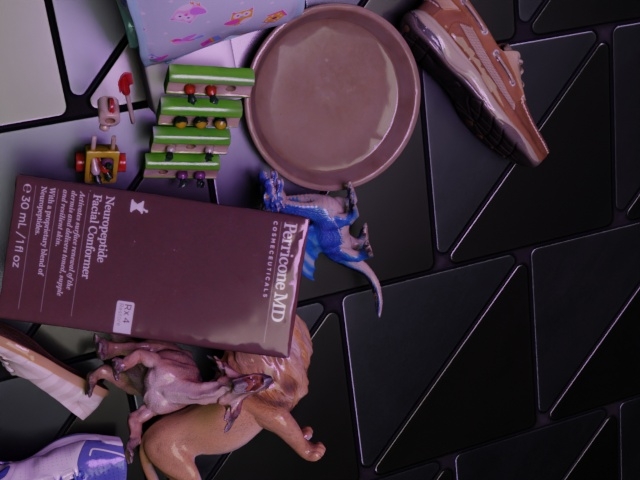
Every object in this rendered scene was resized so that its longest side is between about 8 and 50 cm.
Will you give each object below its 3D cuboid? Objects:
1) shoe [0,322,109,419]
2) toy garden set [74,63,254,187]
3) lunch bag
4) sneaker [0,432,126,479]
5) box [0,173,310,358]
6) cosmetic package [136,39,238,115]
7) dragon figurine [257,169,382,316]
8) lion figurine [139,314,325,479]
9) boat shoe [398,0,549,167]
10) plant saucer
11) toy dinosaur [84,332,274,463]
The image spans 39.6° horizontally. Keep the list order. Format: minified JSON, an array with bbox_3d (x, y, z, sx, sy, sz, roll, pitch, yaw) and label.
[{"bbox_3d":[-0.404,0.186,1.265,0.219,0.076,0.058,38,85,-27],"label":"shoe"},{"bbox_3d":[-0.211,-0.138,1.169,0.203,0.244,0.049,-1,63,-20],"label":"toy garden set"},{"bbox_3d":[-0.139,-0.325,1.045,0.223,0.262,0.160,-22,66,-10],"label":"lunch bag"},{"bbox_3d":[-0.429,0.379,1.252,0.315,0.182,0.128,-3,107,-19],"label":"sneaker"},{"bbox_3d":[-0.215,0.034,1.185,0.381,0.143,0.191,8,90,-5],"label":"box"},{"bbox_3d":[-0.193,-0.296,1.192,0.127,0.107,0.238,-16,106,-12],"label":"cosmetic package"},{"bbox_3d":[0.000,0.000,1.341,0.144,0.085,0.289,-17,126,8],"label":"dragon figurine"},{"bbox_3d":[-0.154,0.277,1.351,0.392,0.142,0.240,-38,107,-2],"label":"lion figurine"},{"bbox_3d":[0.259,-0.251,1.363,0.120,0.122,0.324,-47,115,-7],"label":"boat shoe"},{"bbox_3d":[0.017,-0.213,1.328,0.277,0.041,0.278,-5,107,-18],"label":"plant saucer"},{"bbox_3d":[-0.207,0.188,1.243,0.200,0.295,0.127,-8,117,-33],"label":"toy dinosaur"}]
